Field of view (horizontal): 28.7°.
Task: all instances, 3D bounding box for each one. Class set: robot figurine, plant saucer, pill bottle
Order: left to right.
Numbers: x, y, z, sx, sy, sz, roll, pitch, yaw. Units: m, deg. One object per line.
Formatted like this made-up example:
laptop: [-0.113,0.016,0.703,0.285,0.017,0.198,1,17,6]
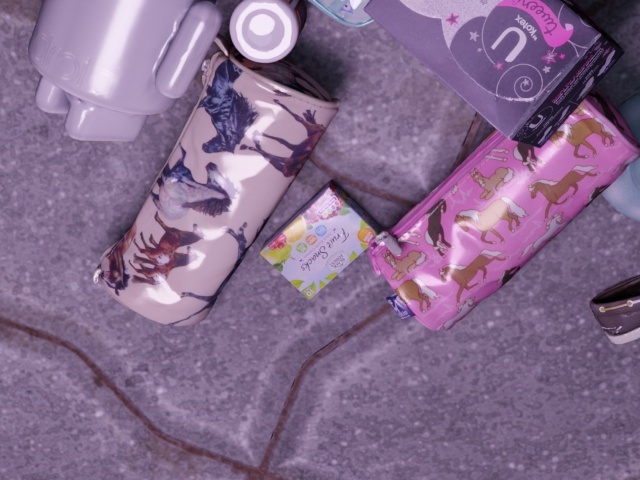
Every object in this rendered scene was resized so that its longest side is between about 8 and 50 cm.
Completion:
robot figurine: [-0.238,-0.297,1.562,0.300,0.200,0.353,37,115,29]
pill bottle: [-0.062,-0.281,1.575,0.086,0.152,0.086,2,112,6]
plant saucer: [0.459,-0.105,1.649,0.195,0.037,0.195,2,111,6]

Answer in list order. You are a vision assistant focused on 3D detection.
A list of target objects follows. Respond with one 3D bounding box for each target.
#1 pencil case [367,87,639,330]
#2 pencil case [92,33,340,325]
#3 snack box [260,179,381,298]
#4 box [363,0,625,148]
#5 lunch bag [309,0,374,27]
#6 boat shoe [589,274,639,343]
pencil case: [0.236,-0.052,1.632,0.386,0.167,0.160,-44,69,19]
pencil case: [-0.149,-0.069,1.665,0.183,0.160,0.410,34,111,3]
snack box: [0.000,0.000,1.739,0.100,0.037,0.141,43,109,-12]
box: [0.205,-0.250,1.475,0.247,0.142,0.163,45,108,17]
lunch bag: [0.058,-0.416,1.533,0.224,0.108,0.279,37,110,-8]
boat shoe: [0.475,0.060,1.686,0.227,0.081,0.069,-31,109,19]
